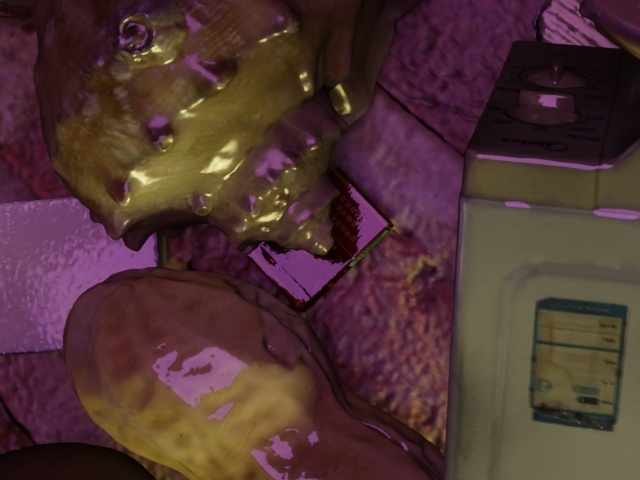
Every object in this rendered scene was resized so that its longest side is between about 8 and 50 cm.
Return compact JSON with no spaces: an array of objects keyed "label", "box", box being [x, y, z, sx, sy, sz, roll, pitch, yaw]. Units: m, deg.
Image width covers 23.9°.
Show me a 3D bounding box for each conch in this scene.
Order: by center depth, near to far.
[{"label":"conch","box":[-0.063,-0.143,0.888,0.263,0.186,0.324,-35,108,-15]}]

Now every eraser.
[{"label":"eraser","box":[-0.174,0.022,0.996,0.150,0.023,0.104,-4,86,10]}]

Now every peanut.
[{"label":"peanut","box":[-0.025,0.116,0.903,0.290,0.130,0.130,39,94,3]}]

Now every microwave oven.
[{"label":"microwave oven","box":[0.254,0.050,0.787,0.355,0.218,0.286,6,115,12]}]

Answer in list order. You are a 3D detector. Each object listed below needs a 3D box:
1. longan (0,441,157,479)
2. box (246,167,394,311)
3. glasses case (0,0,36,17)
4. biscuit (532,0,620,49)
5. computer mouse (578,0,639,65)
[{"label":"longan","box":[-0.168,0.211,0.917,0.167,0.167,0.187,39,76,11]},{"label":"box","box":[0.000,0.000,0.964,0.082,0.023,0.051,-45,79,5]},{"label":"glasses case","box":[-0.220,-0.181,1.009,0.170,0.041,0.064,2,98,10]},{"label":"biscuit","box":[0.223,-0.140,0.917,0.147,0.046,0.250,36,93,10]},{"label":"computer mouse","box":[0.227,-0.158,0.726,0.199,0.389,0.115,3,122,23]}]
